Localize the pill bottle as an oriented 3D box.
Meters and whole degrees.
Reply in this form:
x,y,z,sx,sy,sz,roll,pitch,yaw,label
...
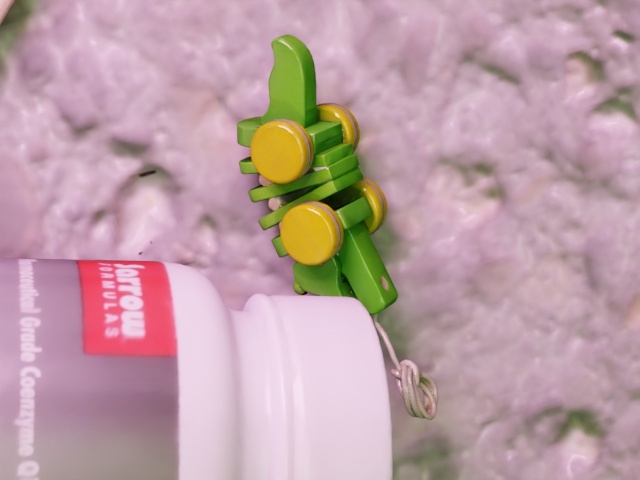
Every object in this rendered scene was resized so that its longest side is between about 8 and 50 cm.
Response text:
x,y,z,sx,sy,sz,roll,pitch,yaw,label
-0.122,0.087,0.718,0.283,0.161,0.161,1,91,-12,pill bottle

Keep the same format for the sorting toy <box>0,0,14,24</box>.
x,y,z,sx,sy,sz,roll,pitch,yaw,label
-0.246,-0.110,0.765,0.193,0.038,0.208,30,81,-10,sorting toy

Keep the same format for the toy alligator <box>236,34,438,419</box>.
x,y,z,sx,sy,sz,roll,pitch,yaw,label
0.000,0.000,0.803,0.051,0.056,0.189,-16,97,32,toy alligator
